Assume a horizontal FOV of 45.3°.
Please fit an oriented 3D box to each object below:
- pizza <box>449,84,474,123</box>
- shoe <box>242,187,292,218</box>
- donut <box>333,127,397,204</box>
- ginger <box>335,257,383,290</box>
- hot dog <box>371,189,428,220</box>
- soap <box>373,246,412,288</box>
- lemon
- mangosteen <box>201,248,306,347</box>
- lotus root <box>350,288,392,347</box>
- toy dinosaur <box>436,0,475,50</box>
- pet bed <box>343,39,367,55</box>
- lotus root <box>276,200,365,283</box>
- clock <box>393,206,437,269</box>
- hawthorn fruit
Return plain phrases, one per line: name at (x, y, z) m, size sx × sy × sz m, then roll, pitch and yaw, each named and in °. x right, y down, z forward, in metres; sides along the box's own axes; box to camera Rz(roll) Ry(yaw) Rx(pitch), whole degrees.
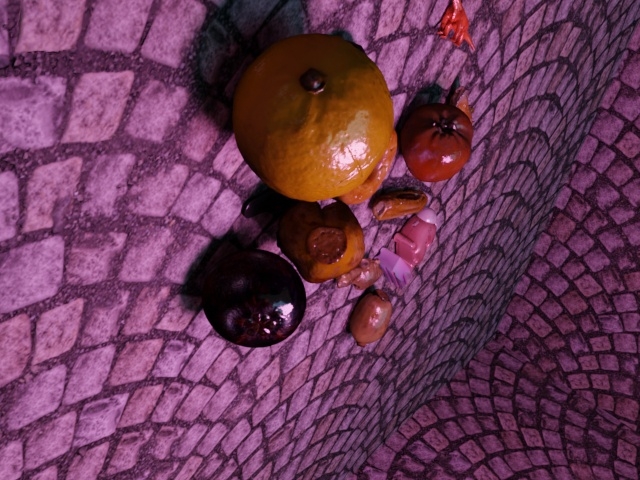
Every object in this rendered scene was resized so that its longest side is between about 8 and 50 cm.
pizza at (0.366, -0.351, 2.108) m, size 0.185 × 0.052 × 0.195 m, roll -32°, pitch 151°, yaw -29°
shoe at (-0.094, -0.079, 1.604) m, size 0.159 × 0.053 × 0.062 m, roll -29°, pitch 140°, yaw -41°
donut at (0.076, -0.186, 1.710) m, size 0.226 × 0.114 × 0.226 m, roll -44°, pitch 152°, yaw -30°
ginger at (0.103, 0.105, 2.168) m, size 0.165 × 0.067 × 0.096 m, roll -19°, pitch 138°, yaw -34°
hot dog at (0.222, -0.103, 2.129) m, size 0.083 × 0.068 × 0.289 m, roll -42°, pitch 167°, yaw 26°
soap at (0.223, 0.089, 2.315) m, size 0.056 × 0.100 × 0.149 m, roll -52°, pitch 154°, yaw -10°
lemon at (-0.012, -0.210, 1.325) m, size 0.297 × 0.297 × 0.297 m, roll -42°, pitch 151°, yaw -29°
mangosteen at (-0.141, 0.109, 1.585) m, size 0.216 × 0.216 × 0.216 m, roll -42°, pitch 151°, yaw -29°
lotus root at (0.153, 0.251, 2.373) m, size 0.125 × 0.118 × 0.221 m, roll -2°, pitch 120°, yaw -41°
toy dinosaur at (0.313, -0.524, 1.809) m, size 0.101 × 0.055 × 0.279 m, roll -66°, pitch 154°, yaw -1°
pet bed at (0.027, -0.311, 1.541) m, size 0.201 × 0.053 × 0.201 m, roll -43°, pitch 152°, yaw -29°
lotus root at (-0.002, -0.009, 1.627) m, size 0.193 × 0.193 × 0.291 m, roll -61°, pitch -172°, yaw 9°
clock at (0.305, -0.009, 2.361) m, size 0.162 × 0.093 × 0.166 m, roll -49°, pitch 154°, yaw -23°
hawthorn fruit at (0.291, -0.231, 1.974) m, size 0.199 × 0.199 × 0.251 m, roll -46°, pitch 164°, yaw -21°
